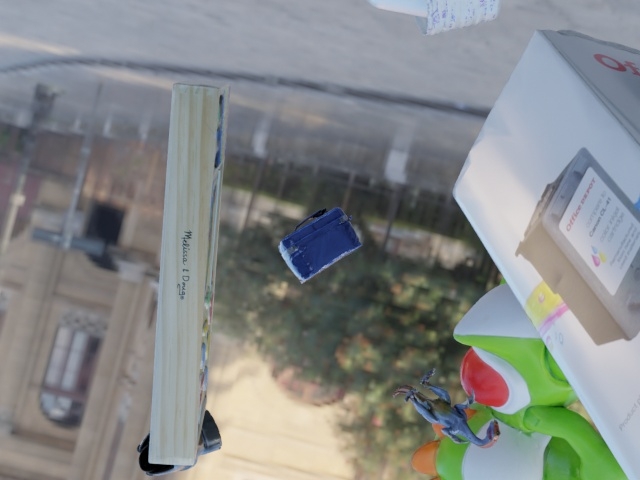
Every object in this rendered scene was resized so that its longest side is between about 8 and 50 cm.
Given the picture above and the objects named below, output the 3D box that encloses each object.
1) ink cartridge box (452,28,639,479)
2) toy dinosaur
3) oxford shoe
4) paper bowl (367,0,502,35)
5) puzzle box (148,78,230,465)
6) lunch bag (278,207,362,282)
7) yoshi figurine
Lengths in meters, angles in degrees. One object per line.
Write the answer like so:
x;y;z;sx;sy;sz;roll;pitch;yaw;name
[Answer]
0.237;0.033;0.718;0.226;0.131;0.306;11;-149;-27;ink cartridge box
0.117;0.150;1.175;0.082;0.047;0.090;44;171;-10;toy dinosaur
-0.213;0.280;1.824;0.096;0.082;0.227;-23;170;-24;oxford shoe
0.101;-0.370;1.496;0.148;0.284;0.284;-13;-178;0;paper bowl
-0.146;0.022;1.524;0.052;0.408;0.272;4;-172;-3;puzzle box
0.000;0.000;1.627;0.065;0.098;0.067;57;168;2;lunch bag
0.226;0.143;1.244;0.203;0.362;0.203;27;-154;16;yoshi figurine
